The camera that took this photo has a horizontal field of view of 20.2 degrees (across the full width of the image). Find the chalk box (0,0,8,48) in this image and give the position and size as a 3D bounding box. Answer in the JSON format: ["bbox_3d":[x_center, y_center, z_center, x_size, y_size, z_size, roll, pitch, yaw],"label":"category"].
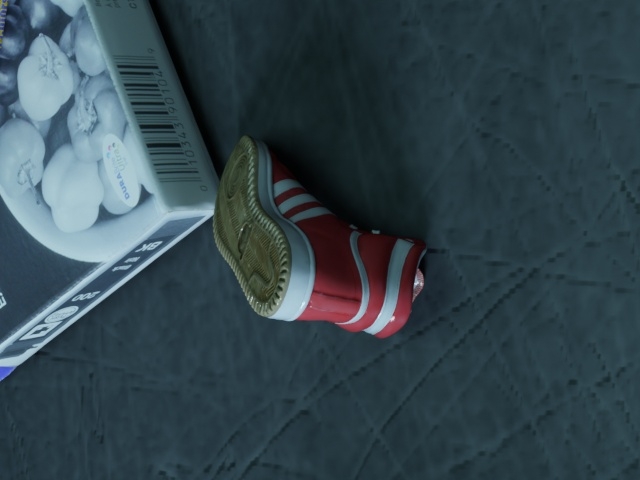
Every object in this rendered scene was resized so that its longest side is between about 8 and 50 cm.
[{"bbox_3d":[-0.250,-0.096,0.727,0.132,0.213,0.132,19,104,41],"label":"chalk box"}]

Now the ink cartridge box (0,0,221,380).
[{"bbox_3d":[-0.151,-0.055,0.814,0.208,0.045,0.206,-37,68,38],"label":"ink cartridge box"}]

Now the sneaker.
[{"bbox_3d":[0.000,0.000,0.691,0.118,0.067,0.042,-114,42,-58],"label":"sneaker"}]
